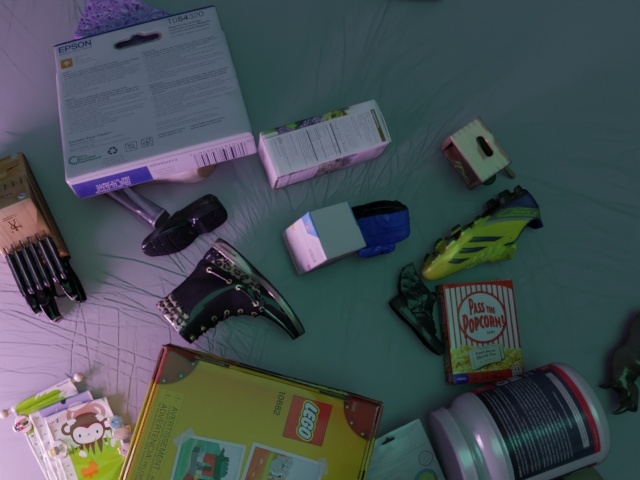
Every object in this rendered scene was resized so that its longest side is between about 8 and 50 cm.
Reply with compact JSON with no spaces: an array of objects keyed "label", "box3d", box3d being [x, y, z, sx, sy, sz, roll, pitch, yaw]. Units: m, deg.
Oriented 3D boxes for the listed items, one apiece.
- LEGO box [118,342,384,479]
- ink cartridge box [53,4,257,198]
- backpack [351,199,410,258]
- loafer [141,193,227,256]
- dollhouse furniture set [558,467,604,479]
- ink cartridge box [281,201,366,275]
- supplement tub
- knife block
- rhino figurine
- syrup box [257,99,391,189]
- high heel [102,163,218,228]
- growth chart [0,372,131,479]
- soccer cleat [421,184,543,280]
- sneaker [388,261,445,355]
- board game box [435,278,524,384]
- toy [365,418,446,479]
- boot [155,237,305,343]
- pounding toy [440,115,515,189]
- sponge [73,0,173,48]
[{"label":"LEGO box","box3d":[-0.151,0.455,1.065,0.372,0.193,0.500,18,78,-9]},{"label":"ink cartridge box","box3d":[-0.307,-0.260,1.193,0.324,0.071,0.330,-15,60,-3]},{"label":"backpack","box3d":[0.110,-0.025,1.254,0.120,0.098,0.101,-15,112,-12]},{"label":"loafer","box3d":[-0.257,-0.028,1.219,0.170,0.062,0.061,-27,48,-7]},{"label":"dollhouse furniture set","box3d":[0.495,0.538,1.150,0.135,0.262,0.259,-26,51,-11]},{"label":"ink cartridge box","box3d":[0.000,0.000,1.213,0.090,0.143,0.092,-18,83,-30]},{"label":"supplement tub","box3d":[0.350,0.345,1.171,0.272,0.191,0.191,-16,83,-8]},{"label":"knife block","box3d":[-0.508,0.004,1.163,0.088,0.242,0.275,-25,40,-14]},{"label":"rhino figurine","box3d":[0.636,0.241,1.302,0.106,0.073,0.243,36,78,-3]},{"label":"syrup box","box3d":[0.006,-0.184,1.264,0.237,0.093,0.096,-20,83,-12]},{"label":"high heel","box3d":[-0.299,-0.167,1.222,0.186,0.093,0.261,33,69,12]},{"label":"growth chart","box3d":[-0.420,0.351,1.137,0.172,0.021,0.237,-32,87,-14]},{"label":"soccer cleat","box3d":[0.323,0.005,1.275,0.289,0.093,0.121,-35,94,-19]},{"label":"sneaker","box3d":[0.200,0.132,1.260,0.089,0.051,0.170,-42,84,-10]},{"label":"board game box","box3d":[0.309,0.177,1.273,0.147,0.045,0.193,-4,81,-10]},{"label":"toy","box3d":[0.160,0.456,1.193,0.137,0.056,0.237,-24,90,-10]},{"label":"boot","box3d":[-0.163,0.134,1.186,0.178,0.085,0.236,-44,83,-11]},{"label":"pounding toy","box3d":[0.326,-0.165,1.305,0.100,0.130,0.141,-35,87,-1]},{"label":"sponge","box3d":[-0.359,-0.408,1.276,0.210,0.031,0.117,20,77,-6]}]
